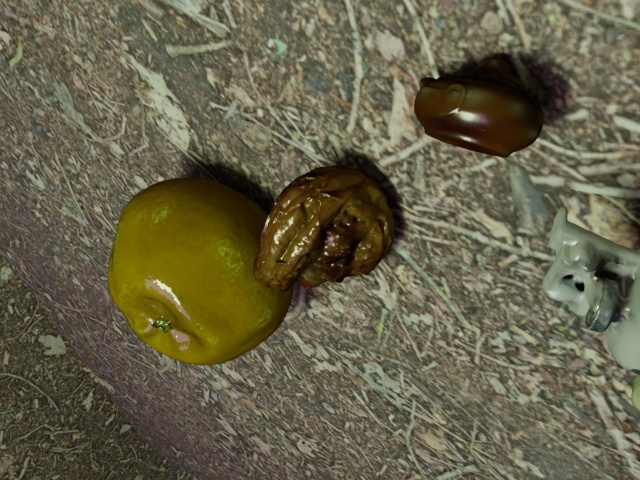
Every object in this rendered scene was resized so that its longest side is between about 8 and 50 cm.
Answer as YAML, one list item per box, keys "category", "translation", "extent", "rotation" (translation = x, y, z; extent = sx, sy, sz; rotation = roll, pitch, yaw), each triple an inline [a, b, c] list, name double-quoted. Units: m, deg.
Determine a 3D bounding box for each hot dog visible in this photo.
- category: "hot dog"
  translation: [-0.003, -0.002, 0.915]
  extent: [0.227, 0.161, 0.099]
  rotation: [115, 145, -67]

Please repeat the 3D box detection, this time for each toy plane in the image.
- category: "toy plane"
  translation: [0.300, 0.032, 0.593]
  extent: [0.245, 0.117, 0.244]
  rotation: [17, 149, 10]

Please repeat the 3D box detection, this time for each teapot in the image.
- category: "teapot"
  translation: [0.133, -0.119, 0.649]
  extent: [0.098, 0.078, 0.129]
  rotation: [15, -174, -34]

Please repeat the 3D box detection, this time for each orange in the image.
- category: "orange"
  translation: [-0.173, 0.046, 1.084]
  extent: [0.279, 0.235, 0.279]
  rotation: [25, 148, 17]

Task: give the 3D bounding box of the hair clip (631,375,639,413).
- category: "hair clip"
  translation: [0.394, 0.158, 0.678]
  extent: [0.219, 0.071, 0.159]
  rotation: [17, 135, 31]
